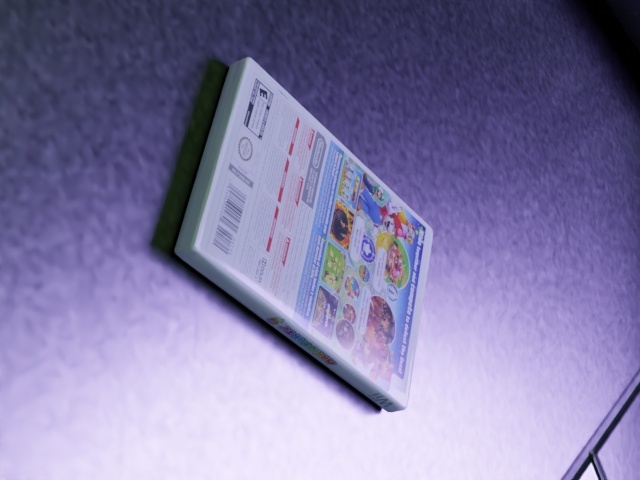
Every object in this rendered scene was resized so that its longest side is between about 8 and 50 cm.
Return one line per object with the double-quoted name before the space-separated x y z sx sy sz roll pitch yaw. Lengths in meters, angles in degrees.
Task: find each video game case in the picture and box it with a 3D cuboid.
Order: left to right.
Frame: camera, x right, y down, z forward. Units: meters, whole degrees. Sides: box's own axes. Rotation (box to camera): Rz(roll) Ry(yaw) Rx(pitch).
"video game case" 0.000 0.000 0.424 0.122 0.011 0.087 40 47 -35

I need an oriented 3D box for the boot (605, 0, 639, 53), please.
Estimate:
"boot" 0.279 0.020 0.680 0.367 0.146 0.445 21 64 -44
